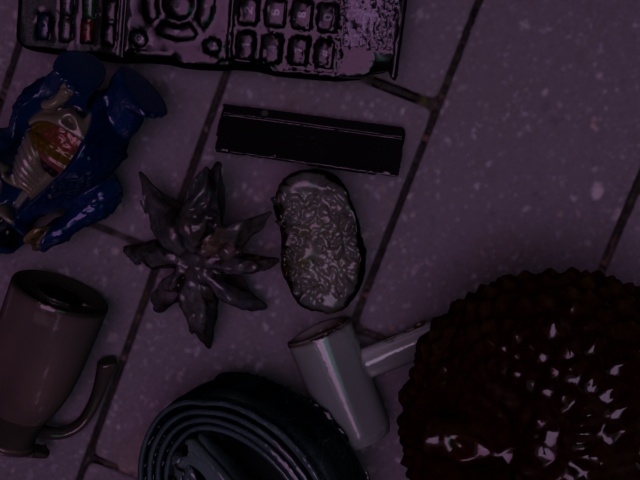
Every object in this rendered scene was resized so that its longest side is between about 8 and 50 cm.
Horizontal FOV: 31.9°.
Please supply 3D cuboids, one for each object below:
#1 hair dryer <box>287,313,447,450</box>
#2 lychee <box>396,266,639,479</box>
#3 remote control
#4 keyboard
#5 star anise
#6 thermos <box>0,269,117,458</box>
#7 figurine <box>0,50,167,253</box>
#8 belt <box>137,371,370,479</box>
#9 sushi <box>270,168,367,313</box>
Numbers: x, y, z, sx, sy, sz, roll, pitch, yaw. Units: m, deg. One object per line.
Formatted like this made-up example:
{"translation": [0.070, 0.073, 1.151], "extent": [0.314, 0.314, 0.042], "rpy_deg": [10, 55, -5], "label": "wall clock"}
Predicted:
{"translation": [0.098, 0.120, 1.177], "extent": [0.236, 0.073, 0.131], "rpy_deg": [-23, 96, -1], "label": "hair dryer"}
{"translation": [0.227, 0.169, 1.043], "extent": [0.330, 0.306, 0.306], "rpy_deg": [-4, 99, -38], "label": "lychee"}
{"translation": [-0.111, -0.244, 1.147], "extent": [0.398, 0.062, 0.145], "rpy_deg": [7, 96, 6], "label": "remote control"}
{"translation": [-0.011, -0.104, 1.163], "extent": [0.195, 0.018, 0.060], "rpy_deg": [8, 64, 5], "label": "keyboard"}
{"translation": [-0.133, 0.014, 1.169], "extent": [0.180, 0.061, 0.205], "rpy_deg": [30, 117, 9], "label": "star anise"}
{"translation": [-0.293, 0.144, 1.197], "extent": [0.137, 0.105, 0.193], "rpy_deg": [16, 103, -28], "label": "thermos"}
{"translation": [-0.280, -0.087, 1.162], "extent": [0.262, 0.121, 0.164], "rpy_deg": [-37, 124, 17], "label": "figurine"}
{"translation": [-0.062, 0.263, 1.142], "extent": [0.267, 0.116, 0.206], "rpy_deg": [37, 113, 13], "label": "belt"}
{"translation": [0.000, 0.000, 1.157], "extent": [0.090, 0.078, 0.150], "rpy_deg": [-12, 94, 1], "label": "sushi"}
